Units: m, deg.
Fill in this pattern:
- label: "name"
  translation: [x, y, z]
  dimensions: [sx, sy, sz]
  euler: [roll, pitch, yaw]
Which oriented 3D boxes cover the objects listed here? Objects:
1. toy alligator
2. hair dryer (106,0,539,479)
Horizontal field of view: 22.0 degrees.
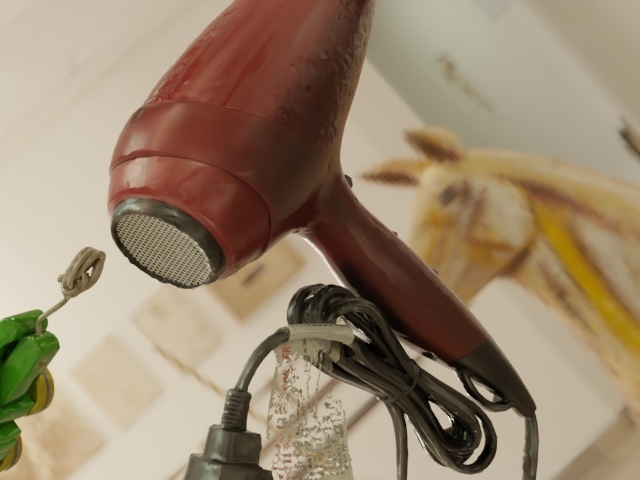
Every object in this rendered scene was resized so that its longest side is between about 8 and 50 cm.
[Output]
- label: "toy alligator"
  translation: [-0.159, 0.062, 0.778]
  dimensions: [0.056, 0.051, 0.189]
  euler: [-18, -36, -57]
- label: "hair dryer"
  translation: [0.000, 0.000, 0.721]
  dimensions: [0.080, 0.293, 0.224]
  euler: [-6, -6, 40]
